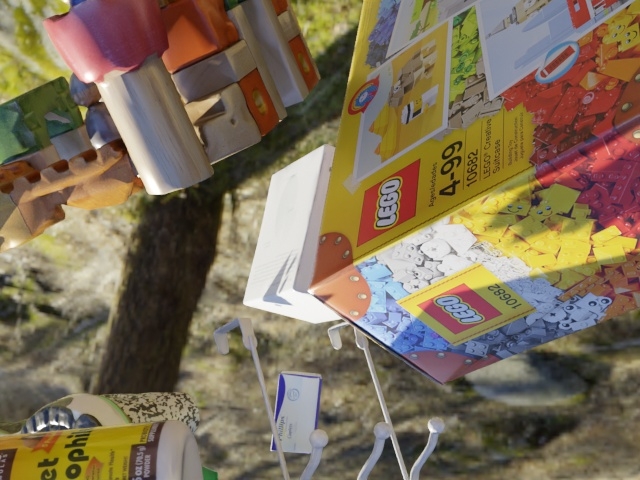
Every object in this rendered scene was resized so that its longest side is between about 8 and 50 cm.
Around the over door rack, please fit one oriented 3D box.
[{"bbox_3d":[0.032,0.222,1.234,0.240,0.324,0.108,6,138,-46],"label":"over door rack"}]

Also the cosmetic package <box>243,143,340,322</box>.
[{"bbox_3d":[0.000,0.000,1.508,0.138,0.224,0.224,19,165,-20],"label":"cosmetic package"}]

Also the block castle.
[{"bbox_3d":[-0.196,-0.173,0.926,0.303,0.453,0.212,-17,106,20],"label":"block castle"}]

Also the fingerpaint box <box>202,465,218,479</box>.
[{"bbox_3d":[-0.314,0.535,1.264,0.371,0.444,0.163,-18,149,19],"label":"fingerpaint box"}]

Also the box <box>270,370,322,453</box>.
[{"bbox_3d":[-0.039,0.283,1.634,0.072,0.126,0.137,6,175,1],"label":"box"}]

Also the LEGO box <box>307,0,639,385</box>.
[{"bbox_3d":[0.214,-0.165,0.935,0.193,0.500,0.372,37,133,-28],"label":"LEGO box"}]

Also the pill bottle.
[{"bbox_3d":[-0.210,0.214,0.804,0.215,0.117,0.117,-7,150,3],"label":"pill bottle"}]

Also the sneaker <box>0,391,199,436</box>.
[{"bbox_3d":[-0.280,0.252,1.136,0.182,0.158,0.410,-16,178,-44],"label":"sneaker"}]
